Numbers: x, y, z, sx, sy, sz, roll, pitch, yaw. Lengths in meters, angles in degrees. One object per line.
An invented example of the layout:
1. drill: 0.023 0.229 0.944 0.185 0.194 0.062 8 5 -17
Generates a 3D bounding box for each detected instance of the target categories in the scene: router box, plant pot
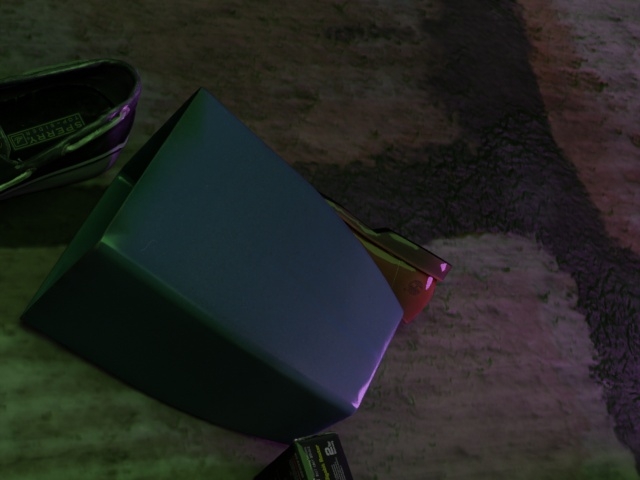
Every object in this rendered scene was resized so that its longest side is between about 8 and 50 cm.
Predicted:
1. router box: -0.002 0.215 1.079 0.038 0.092 0.122 -9 68 -28
2. plant pot: -0.068 0.042 1.105 0.234 0.165 0.165 38 54 -12

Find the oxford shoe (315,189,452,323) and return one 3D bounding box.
1. oxford shoe: 0.000 0.000 1.214 0.212 0.076 0.076 30 95 5

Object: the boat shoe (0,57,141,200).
1. boat shoe: -0.272 -0.068 1.100 0.306 0.105 0.113 -17 72 -31
